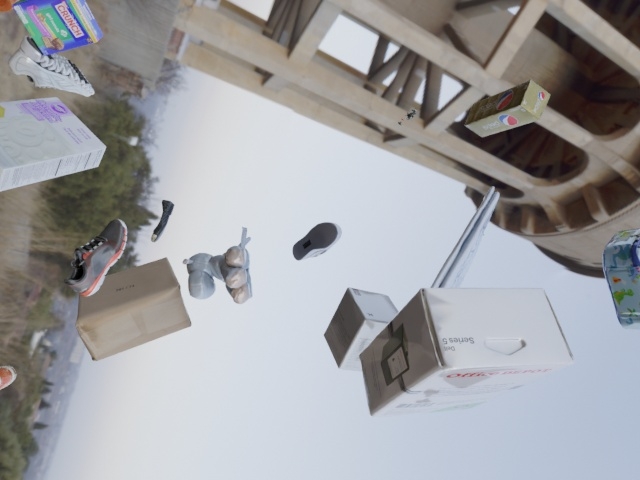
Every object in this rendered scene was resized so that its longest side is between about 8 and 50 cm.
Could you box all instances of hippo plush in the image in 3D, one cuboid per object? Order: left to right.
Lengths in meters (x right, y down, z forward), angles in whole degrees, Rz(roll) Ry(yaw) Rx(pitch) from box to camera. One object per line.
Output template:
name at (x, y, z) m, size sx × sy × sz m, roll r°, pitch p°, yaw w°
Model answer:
hippo plush at (-0.380, 0.096, 1.666) m, size 0.234 × 0.236 × 0.294 m, roll 89°, pitch -4°, yaw -70°

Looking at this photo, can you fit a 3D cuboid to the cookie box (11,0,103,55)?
cookie box at (-0.463, -0.390, 0.814) m, size 0.040 × 0.107 × 0.092 m, roll -97°, pitch 173°, yaw -46°

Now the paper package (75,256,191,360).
paper package at (-0.644, 0.220, 1.578) m, size 0.309 × 0.325 × 0.168 m, roll 36°, pitch -40°, yaw 58°

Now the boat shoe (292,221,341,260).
boat shoe at (0.000, 0.000, 1.630) m, size 0.258 × 0.084 × 0.095 m, roll -25°, pitch -105°, yaw 48°

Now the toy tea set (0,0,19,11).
toy tea set at (-0.724, -0.689, 1.170) m, size 0.200 × 0.336 × 0.124 m, roll 107°, pitch -19°, yaw -52°

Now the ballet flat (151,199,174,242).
ballet flat at (-0.581, -0.069, 1.666) m, size 0.057 × 0.049 × 0.173 m, roll 134°, pitch -27°, yaw -58°

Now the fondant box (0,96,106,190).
fondant box at (-0.845, -0.290, 1.329) m, size 0.096 × 0.238 × 0.330 m, roll -48°, pitch 175°, yaw 32°

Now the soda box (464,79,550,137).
soda box at (0.396, -0.279, 0.988) m, size 0.061 × 0.058 × 0.181 m, roll -65°, pitch -163°, yaw -8°

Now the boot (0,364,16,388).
boot at (-0.733, 0.322, 0.957) m, size 0.158 × 0.059 × 0.084 m, roll -34°, pitch -172°, yaw -16°

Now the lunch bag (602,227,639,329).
lunch bag at (0.752, 0.086, 1.080) m, size 0.090 × 0.176 × 0.219 m, roll -11°, pitch -78°, yaw 50°

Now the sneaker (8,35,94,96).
sneaker at (-0.853, -0.531, 1.464) m, size 0.118 × 0.110 × 0.292 m, roll -40°, pitch 166°, yaw 6°

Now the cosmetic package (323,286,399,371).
cosmetic package at (0.127, 0.261, 1.329) m, size 0.183 × 0.151 × 0.151 m, roll -65°, pitch -152°, yaw 21°

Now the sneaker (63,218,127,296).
sneaker at (-0.419, 0.024, 0.853) m, size 0.061 × 0.065 × 0.158 m, roll 5°, pitch -114°, yaw 33°

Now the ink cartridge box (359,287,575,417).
ink cartridge box at (0.199, 0.178, 0.698) m, size 0.273 × 0.198 × 0.115 m, roll 114°, pitch -27°, yaw -55°

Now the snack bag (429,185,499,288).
snack bag at (0.315, 0.085, 1.090) m, size 0.323 × 0.037 × 0.342 m, roll -54°, pitch 157°, yaw -25°

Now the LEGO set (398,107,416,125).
LEGO set at (0.316, -0.439, 1.643) m, size 0.083 × 0.023 × 0.054 m, roll -34°, pitch -152°, yaw 37°
